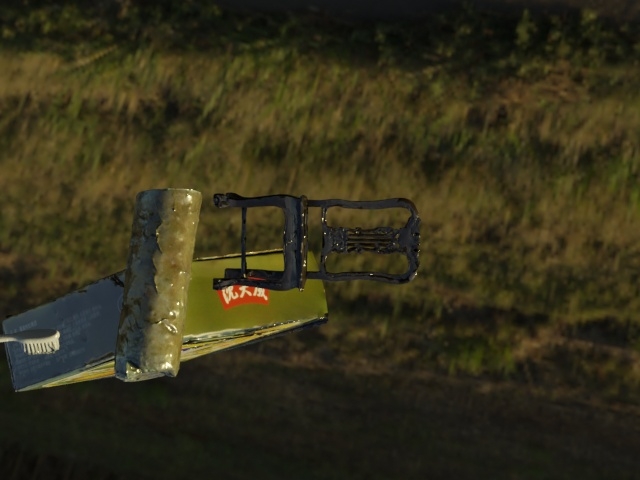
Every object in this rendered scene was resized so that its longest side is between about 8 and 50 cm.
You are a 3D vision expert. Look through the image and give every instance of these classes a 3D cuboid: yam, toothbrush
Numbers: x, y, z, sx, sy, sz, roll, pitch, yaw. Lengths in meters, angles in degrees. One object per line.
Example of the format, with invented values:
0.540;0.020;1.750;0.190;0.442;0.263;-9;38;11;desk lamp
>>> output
-0.216;0.060;1.585;0.093;0.259;0.093;6;173;1;yam
-0.413;0.113;1.261;0.275;0.019;0.025;-3;126;-3;toothbrush

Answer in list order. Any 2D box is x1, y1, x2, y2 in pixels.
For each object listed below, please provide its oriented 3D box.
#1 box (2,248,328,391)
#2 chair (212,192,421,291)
-0.262;0.134;1.995;0.373;0.138;0.420;-4;168;-46;box
0.000;0.000;1.325;0.229;0.106;0.113;0;-176;1;chair
